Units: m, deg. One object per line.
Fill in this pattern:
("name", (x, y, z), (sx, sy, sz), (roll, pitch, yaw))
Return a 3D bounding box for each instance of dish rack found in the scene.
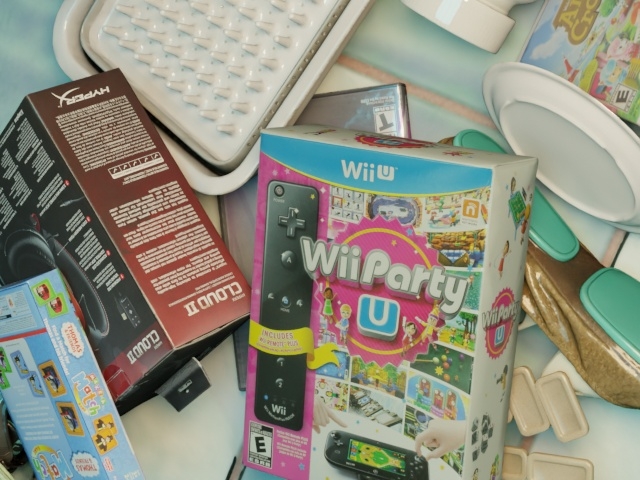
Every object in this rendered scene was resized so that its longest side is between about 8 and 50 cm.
("dish rack", (-0.078, -0.235, 1.273), (0.285, 0.072, 0.333), (41, 105, 24))

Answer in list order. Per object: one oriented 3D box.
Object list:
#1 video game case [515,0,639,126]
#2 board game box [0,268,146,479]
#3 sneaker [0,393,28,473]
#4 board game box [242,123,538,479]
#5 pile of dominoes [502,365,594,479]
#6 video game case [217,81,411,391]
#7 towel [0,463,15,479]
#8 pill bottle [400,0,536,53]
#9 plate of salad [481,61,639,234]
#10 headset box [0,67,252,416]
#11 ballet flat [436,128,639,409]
("video game case", (0.260, -0.214, 1.131), (0.212, 0.023, 0.193), (-65, 30, 11))
("board game box", (-0.250, 0.139, 1.278), (0.160, 0.039, 0.211), (-14, 98, 54))
("sneaker", (-0.356, 0.216, 1.397), (0.106, 0.101, 0.267), (25, 101, 15))
("board game box", (0.052, 0.065, 1.169), (0.224, 0.097, 0.303), (11, 103, 31))
("pile of dominoes", (0.130, 0.193, 1.228), (0.251, 0.040, 0.196), (5, 100, 29))
("video game case", (0.000, 0.000, 1.299), (0.196, 0.026, 0.274), (-6, 90, 20))
("towel", (-0.462, 0.296, 1.345), (0.248, 0.038, 0.325), (44, 92, 9))
("pill bottle", (0.163, -0.280, 1.176), (0.121, 0.121, 0.221), (33, 103, 15))
("plate of salad", (0.218, -0.081, 1.140), (0.200, 0.200, 0.048), (39, 75, 14))
("headset box", (-0.196, 0.025, 1.278), (0.293, 0.110, 0.218), (58, 140, 9))
("ballet flat", (0.201, 0.055, 1.194), (0.342, 0.116, 0.124), (45, 126, 13))
